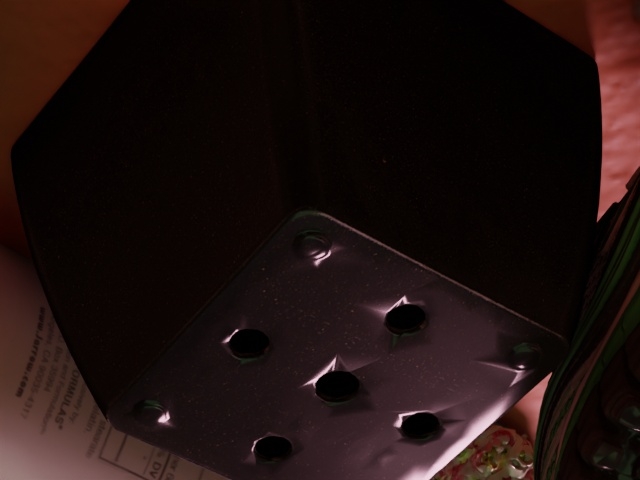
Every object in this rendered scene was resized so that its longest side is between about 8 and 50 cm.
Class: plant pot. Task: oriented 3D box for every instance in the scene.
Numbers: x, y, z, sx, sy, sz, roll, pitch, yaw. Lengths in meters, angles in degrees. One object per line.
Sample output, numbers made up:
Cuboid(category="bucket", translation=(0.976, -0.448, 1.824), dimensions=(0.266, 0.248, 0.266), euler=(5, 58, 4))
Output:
Cuboid(category="plant pot", translation=(0.000, 0.000, 0.696), dimensions=(0.188, 0.167, 0.187), euler=(27, 123, -28))

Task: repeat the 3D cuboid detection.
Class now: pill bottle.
Cuboid(category="pill bottle", translation=(-0.096, 0.100, 0.795), dimensions=(0.229, 0.131, 0.131), euler=(30, 122, -28))

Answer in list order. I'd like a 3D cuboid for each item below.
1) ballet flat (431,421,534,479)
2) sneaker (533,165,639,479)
Cuboid(category="ballet flat", translation=(0.085, 0.201, 0.939), dimensions=(0.091, 0.077, 0.241), euler=(-2, 131, -3))
Cuboid(category="sneaker", translation=(0.164, -0.016, 0.697), dimensions=(0.134, 0.146, 0.344), euler=(23, 98, -14))
